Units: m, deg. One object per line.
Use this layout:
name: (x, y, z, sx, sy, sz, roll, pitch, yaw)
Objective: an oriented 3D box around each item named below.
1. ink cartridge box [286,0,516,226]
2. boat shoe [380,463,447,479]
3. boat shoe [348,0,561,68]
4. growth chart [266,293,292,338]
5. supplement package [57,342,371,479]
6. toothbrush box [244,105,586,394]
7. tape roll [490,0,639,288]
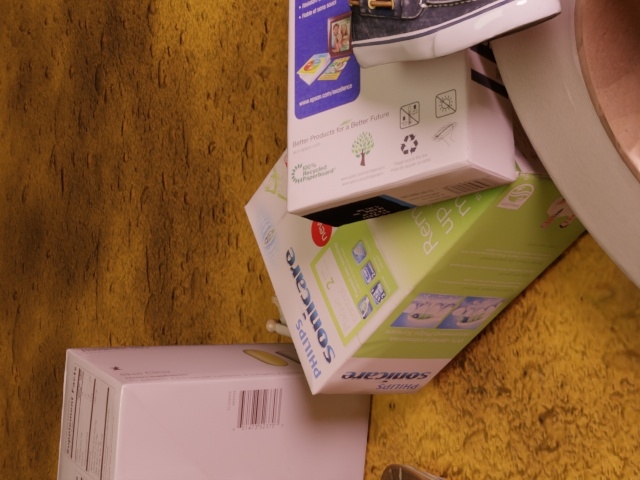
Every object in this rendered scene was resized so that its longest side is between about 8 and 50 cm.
ink cartridge box: (0.052, -0.186, 0.809, 0.165, 0.065, 0.333, -13, 71, 41)
boat shoe: (0.114, 0.232, 0.937, 0.153, 0.048, 0.056, 17, 91, 50)
boat shoe: (0.064, -0.152, 0.654, 0.183, 0.065, 0.083, 5, 114, 62)
growth chart: (0.000, 0.000, 1.135, 0.172, 0.021, 0.237, 20, 106, 56)
supplement package: (-0.103, 0.212, 1.065, 0.145, 0.261, 0.204, 13, 99, 56)
toothbrush box: (0.076, -0.033, 0.910, 0.283, 0.122, 0.206, -52, 47, 39)
tape roll: (0.225, -0.084, 0.555, 0.392, 0.072, 0.392, 49, 160, 24)
